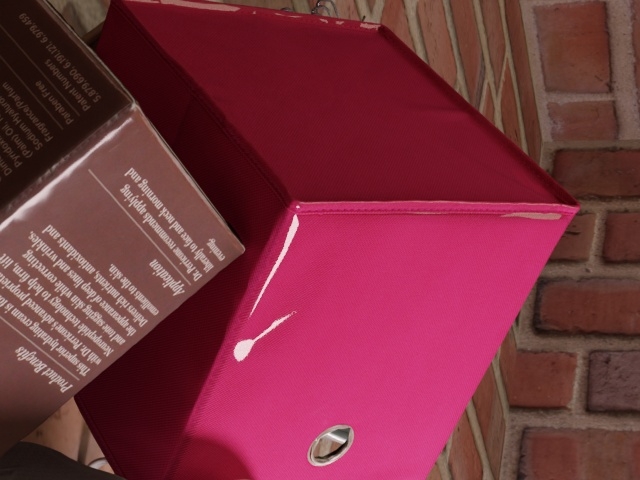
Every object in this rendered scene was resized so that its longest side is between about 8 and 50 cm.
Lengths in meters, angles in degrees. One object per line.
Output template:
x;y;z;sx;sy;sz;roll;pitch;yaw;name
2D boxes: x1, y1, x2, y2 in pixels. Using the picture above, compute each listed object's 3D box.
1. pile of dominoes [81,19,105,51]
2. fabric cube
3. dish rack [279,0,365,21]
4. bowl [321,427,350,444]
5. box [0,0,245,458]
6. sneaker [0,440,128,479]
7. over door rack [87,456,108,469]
-0.161;-0.060;1.048;0.196;0.040;0.251;-38;141;-11;pile of dominoes
-0.028;0.008;0.958;0.254;0.259;0.258;1;126;-39;fabric cube
-0.067;-0.154;1.208;0.271;0.208;0.074;-67;143;-61;dish rack
0.015;0.095;1.479;0.298;0.134;0.297;13;64;-29;bowl
-0.186;-0.017;0.741;0.203;0.167;0.168;-40;149;-5;box
-0.164;0.220;0.823;0.296;0.105;0.146;7;-74;63;sneaker
-0.082;0.339;1.169;0.239;0.108;0.324;29;41;-69;over door rack
